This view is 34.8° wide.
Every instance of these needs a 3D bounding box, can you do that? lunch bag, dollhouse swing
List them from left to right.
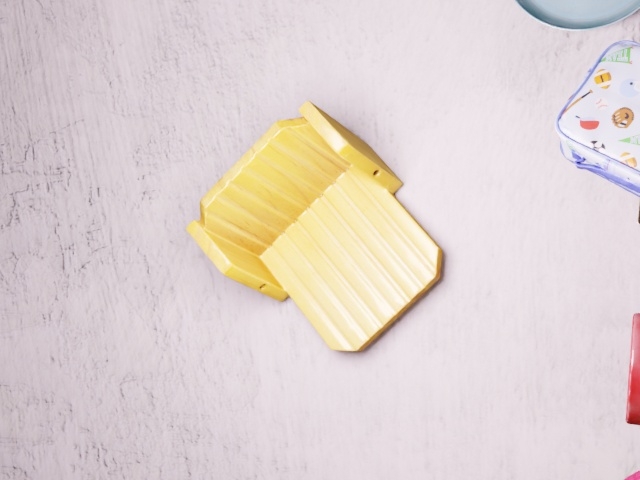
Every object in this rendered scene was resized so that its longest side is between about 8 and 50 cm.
[{"bbox_3d":[0.000,0.000,1.932,0.347,0.315,0.305,-44,53,13],"label":"dollhouse swing"},{"bbox_3d":[0.556,-0.188,1.728,0.303,0.115,0.243,31,82,29],"label":"lunch bag"}]

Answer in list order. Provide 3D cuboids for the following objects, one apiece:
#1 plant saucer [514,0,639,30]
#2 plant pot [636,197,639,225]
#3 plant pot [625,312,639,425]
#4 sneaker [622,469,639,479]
[{"bbox_3d":[0.492,-0.540,1.890,0.317,0.044,0.317,-1,86,21],"label":"plant saucer"},{"bbox_3d":[0.614,-0.064,1.777,0.109,0.096,0.109,4,78,22],"label":"plant pot"},{"bbox_3d":[0.607,0.225,1.720,0.174,0.191,0.191,6,89,19],"label":"plant pot"},{"bbox_3d":[0.638,0.463,1.723,0.483,0.185,0.202,-34,94,19],"label":"sneaker"}]
